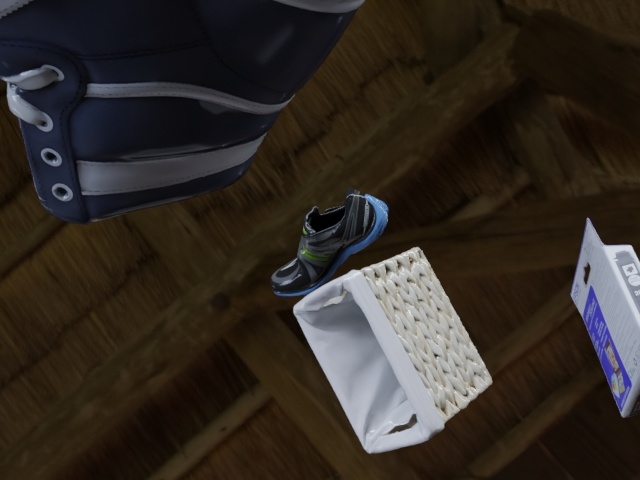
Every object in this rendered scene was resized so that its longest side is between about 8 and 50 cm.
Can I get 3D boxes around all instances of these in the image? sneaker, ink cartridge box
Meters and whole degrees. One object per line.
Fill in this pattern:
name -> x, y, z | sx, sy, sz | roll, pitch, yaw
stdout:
sneaker -> 0.000, 0.000, 1.071 | 0.078, 0.067, 0.188 | 36, -56, -19
sneaker -> -0.128, -0.102, 0.318 | 0.282, 0.099, 0.153 | 17, -48, -18
ink cartridge box -> 0.403, 0.103, 1.188 | 0.045, 0.208, 0.206 | -14, -34, -1

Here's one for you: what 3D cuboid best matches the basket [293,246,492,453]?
basket -> 0.071, 0.104, 0.850 | 0.103, 0.167, 0.113 | -24, -6, -36
